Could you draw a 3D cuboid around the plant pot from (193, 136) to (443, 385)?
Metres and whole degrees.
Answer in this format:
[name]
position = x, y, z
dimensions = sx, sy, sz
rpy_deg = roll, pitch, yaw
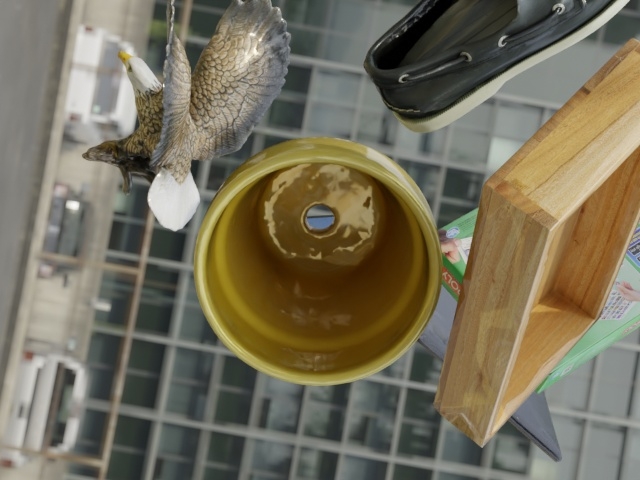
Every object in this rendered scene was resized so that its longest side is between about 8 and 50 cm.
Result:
[plant pot]
position = 0.000, 0.000, 1.586
dimensions = 0.239, 0.254, 0.254
rpy_deg = -85, -174, -74

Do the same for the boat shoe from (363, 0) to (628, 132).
[boat shoe]
position = 0.181, -0.243, 1.393
dimensions = 0.340, 0.113, 0.127
rpy_deg = -34, -132, 20

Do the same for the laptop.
[laptop]
position = 0.138, 0.146, 2.243
dimensions = 0.236, 0.382, 0.408
rpy_deg = -33, -141, 21

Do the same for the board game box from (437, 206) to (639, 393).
[board game box]
position = 0.299, 0.016, 1.689
dimensions = 0.317, 0.213, 0.046
rpy_deg = -28, 157, -29

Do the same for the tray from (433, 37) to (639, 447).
[tray]
position = 0.209, 0.017, 1.336
dimensions = 0.203, 0.076, 0.411
rpy_deg = -43, 158, -24

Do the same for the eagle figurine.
[eagle figurine]
position = -0.190, -0.186, 1.968
dimensions = 0.298, 0.225, 0.226
rpy_deg = -38, -150, 36
